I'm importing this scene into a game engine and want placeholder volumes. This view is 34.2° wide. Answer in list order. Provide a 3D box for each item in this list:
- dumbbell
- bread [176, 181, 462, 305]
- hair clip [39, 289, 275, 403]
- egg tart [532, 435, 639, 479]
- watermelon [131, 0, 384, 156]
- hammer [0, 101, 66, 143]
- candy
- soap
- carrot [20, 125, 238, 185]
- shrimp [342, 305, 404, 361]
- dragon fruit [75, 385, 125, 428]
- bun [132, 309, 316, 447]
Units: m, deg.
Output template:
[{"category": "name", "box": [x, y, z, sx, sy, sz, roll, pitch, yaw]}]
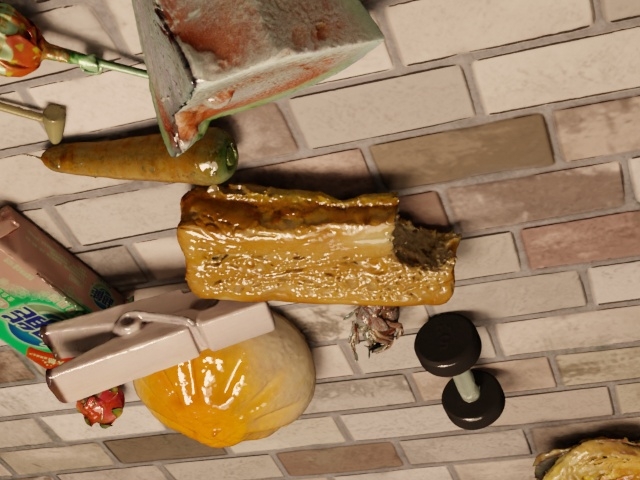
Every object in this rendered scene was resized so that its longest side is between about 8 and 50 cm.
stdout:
[{"category": "dumbbell", "box": [0.217, 0.205, 1.608, 0.100, 0.100, 0.191, -11, 136, 19]}, {"category": "bread", "box": [0.000, 0.000, 1.404, 0.380, 0.109, 0.185, 2, 134, 3]}, {"category": "hair clip", "box": [-0.233, 0.130, 1.488, 0.331, 0.101, 0.085, -18, 128, 0]}, {"category": "egg tart", "box": [0.489, 0.428, 1.814, 0.297, 0.132, 0.297, -1, 125, -2]}, {"category": "watermelon", "box": [-0.078, -0.200, 1.109, 0.290, 0.213, 0.320, 7, 127, -2]}, {"category": "hammer", "box": [-0.424, -0.171, 1.334, 0.195, 0.028, 0.060, 17, 146, -7]}, {"category": "candy", "box": [-0.273, -0.217, 1.239, 0.288, 0.078, 0.084, 10, 102, -18]}, {"category": "soap", "box": [-0.438, 0.076, 1.548, 0.218, 0.098, 0.273, -24, 130, 27]}, {"category": "carrot", "box": [-0.251, -0.109, 1.350, 0.298, 0.078, 0.078, 1, 138, 15]}, {"category": "shrimp", "box": [0.081, 0.127, 1.564, 0.073, 0.075, 0.190, -20, 153, -18]}, {"category": "dragon fruit", "box": [-0.375, 0.280, 1.786, 0.081, 0.086, 0.116, -35, 145, -11]}, {"category": "bun", "box": [-0.157, 0.234, 1.642, 0.299, 0.164, 0.299, 5, 139, 4]}]
